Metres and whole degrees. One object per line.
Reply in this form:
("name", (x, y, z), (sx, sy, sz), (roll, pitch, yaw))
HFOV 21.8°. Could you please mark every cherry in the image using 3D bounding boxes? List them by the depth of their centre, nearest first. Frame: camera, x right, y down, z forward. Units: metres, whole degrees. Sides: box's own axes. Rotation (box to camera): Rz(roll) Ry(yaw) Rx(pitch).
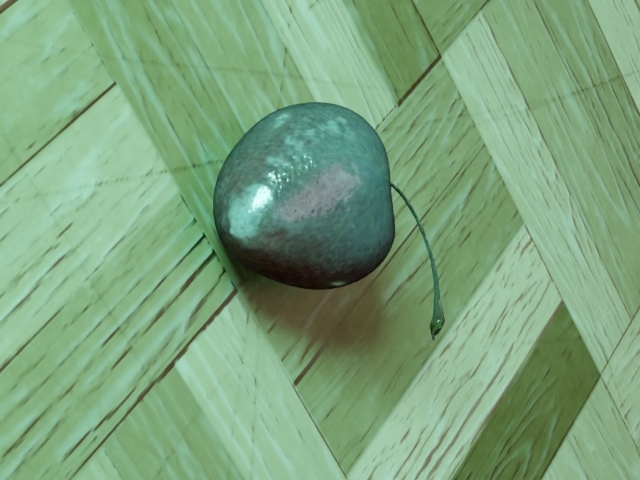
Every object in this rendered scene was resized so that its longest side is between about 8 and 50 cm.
("cherry", (-0.002, 0.002, 1.130), (0.148, 0.115, 0.188), (-38, 117, -68))
